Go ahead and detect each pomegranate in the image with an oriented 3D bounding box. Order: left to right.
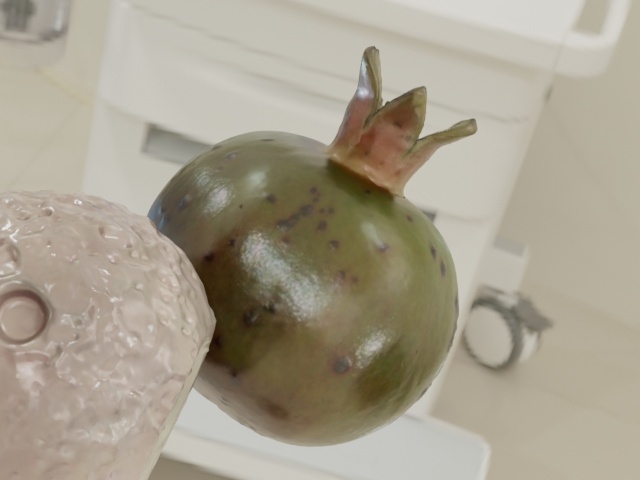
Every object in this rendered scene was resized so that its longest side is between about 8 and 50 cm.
[{"bbox_3d":[-0.002,0.009,1.289,0.291,0.291,0.323,28,78,18],"label":"pomegranate"}]

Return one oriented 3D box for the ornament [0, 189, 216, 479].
[{"bbox_3d":[-0.206,0.083,1.082,0.225,0.259,0.259,23,35,0],"label":"ornament"}]
